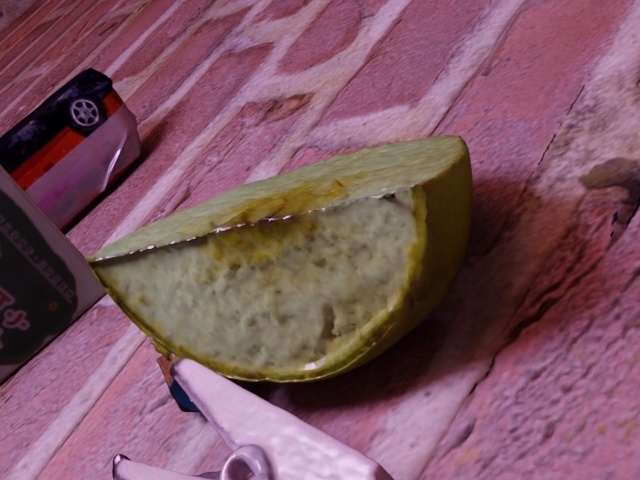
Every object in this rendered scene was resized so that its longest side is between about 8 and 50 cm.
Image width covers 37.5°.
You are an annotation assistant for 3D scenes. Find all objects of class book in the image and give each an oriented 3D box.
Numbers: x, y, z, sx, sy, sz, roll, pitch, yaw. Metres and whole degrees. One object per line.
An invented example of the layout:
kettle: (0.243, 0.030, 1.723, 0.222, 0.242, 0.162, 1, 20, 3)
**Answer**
book: (-0.440, 0.082, 0.979, 0.371, 0.260, 0.043, -42, 33, -10)

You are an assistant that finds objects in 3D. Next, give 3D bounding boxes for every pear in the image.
pear: (0.005, 0.003, 0.740, 0.288, 0.139, 0.239, -12, 21, 27)

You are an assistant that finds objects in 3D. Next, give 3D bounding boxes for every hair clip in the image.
hair clip: (-0.005, 0.164, 0.551, 0.331, 0.085, 0.101, 15, 58, 48)

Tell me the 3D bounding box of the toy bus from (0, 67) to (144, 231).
toy bus: (-0.384, -0.096, 1.304, 0.303, 0.147, 0.127, -44, 28, -18)

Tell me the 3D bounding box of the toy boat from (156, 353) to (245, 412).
toy boat: (-0.106, 0.100, 0.789, 0.066, 0.065, 0.172, -57, 26, 3)
